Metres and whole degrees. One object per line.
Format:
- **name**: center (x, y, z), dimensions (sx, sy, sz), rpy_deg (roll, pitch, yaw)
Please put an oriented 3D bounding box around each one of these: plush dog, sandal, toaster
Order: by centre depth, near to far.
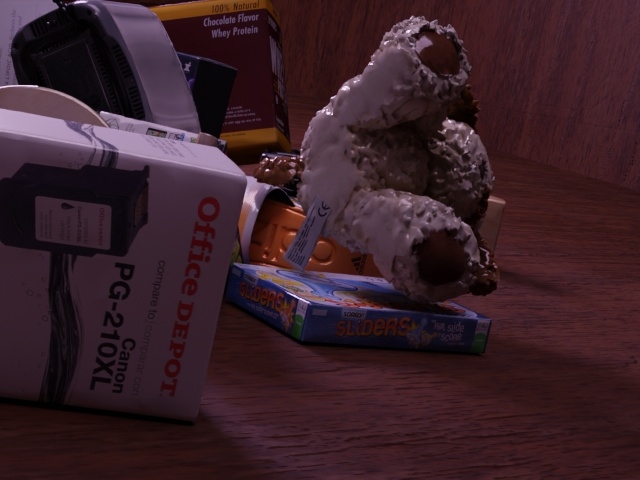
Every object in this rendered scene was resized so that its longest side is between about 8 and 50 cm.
- **plush dog**: center (0.083, -0.058, 1.528), dimensions (0.210, 0.263, 0.225), rpy_deg (-10, -13, 37)
- **sandal**: center (-0.050, -0.014, 1.537), dimensions (0.265, 0.102, 0.076), rpy_deg (13, -21, -3)
- **toaster**: center (-0.213, -0.152, 1.614), dimensions (0.129, 0.227, 0.146), rpy_deg (-21, 0, 21)

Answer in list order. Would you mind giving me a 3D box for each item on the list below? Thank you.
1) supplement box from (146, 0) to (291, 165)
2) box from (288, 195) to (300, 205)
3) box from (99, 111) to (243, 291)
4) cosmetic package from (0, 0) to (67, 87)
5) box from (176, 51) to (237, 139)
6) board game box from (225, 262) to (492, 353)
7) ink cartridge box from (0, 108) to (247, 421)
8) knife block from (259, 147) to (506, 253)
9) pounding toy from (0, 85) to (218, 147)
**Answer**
- **supplement box**: center (-0.145, -0.198, 2.068), dimensions (0.191, 0.194, 0.129), rpy_deg (-6, -8, 7)
- **box**: center (0.000, 0.000, 1.714), dimensions (0.183, 0.056, 0.231), rpy_deg (9, 10, -15)
- **box**: center (-0.132, -0.030, 1.412), dimensions (0.114, 0.036, 0.207), rpy_deg (14, -29, 10)
- **cosmetic package**: center (-0.463, -0.202, 1.625), dimensions (0.385, 0.156, 0.217), rpy_deg (15, -22, -41)
- **box**: center (-0.246, -0.140, 1.809), dimensions (0.261, 0.184, 0.103), rpy_deg (16, 2, 23)
- **board game box**: center (0.034, 0.062, 1.446), dimensions (0.201, 0.035, 0.136), rpy_deg (6, 11, -35)
- **ink cartridge box**: center (-0.182, 0.010, 1.041), dimensions (0.237, 0.172, 0.100), rpy_deg (9, 10, -18)
- **knife block**: center (0.049, -0.043, 1.944), dimensions (0.242, 0.088, 0.275), rpy_deg (2, 14, -45)
- **pounding toy**: center (-0.212, -0.016, 1.298), dimensions (0.236, 0.183, 0.110), rpy_deg (13, -17, 4)
